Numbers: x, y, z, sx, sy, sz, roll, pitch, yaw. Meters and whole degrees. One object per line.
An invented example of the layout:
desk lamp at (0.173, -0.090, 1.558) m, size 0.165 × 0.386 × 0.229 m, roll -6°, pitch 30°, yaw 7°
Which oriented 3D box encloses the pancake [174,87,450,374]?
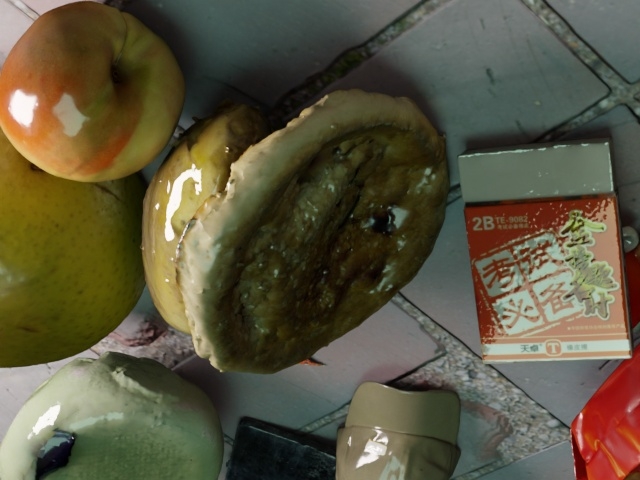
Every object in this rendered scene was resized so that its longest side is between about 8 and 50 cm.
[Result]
pancake at (-0.001, -0.001, 1.371) m, size 0.065 × 0.356 × 0.356 m, roll 42°, pitch 150°, yaw 33°

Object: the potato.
potato at (-0.114, -0.028, 1.415) m, size 0.141 × 0.191 × 0.296 m, roll 17°, pitch 139°, yaw -6°

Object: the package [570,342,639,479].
package at (0.439, 0.167, 1.488) m, size 0.196 × 0.123 × 0.423 m, roll 2°, pitch 143°, yaw -19°

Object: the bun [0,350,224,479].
bun at (-0.271, 0.246, 1.763) m, size 0.293 × 0.187 × 0.293 m, roll -10°, pitch 136°, yaw -10°

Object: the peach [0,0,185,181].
peach at (-0.230, -0.142, 1.346) m, size 0.184 × 0.184 × 0.184 m, roll 8°, pitch 137°, yaw 7°

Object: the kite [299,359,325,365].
kite at (-0.114, 0.124, 1.715) m, size 0.222 × 0.008 × 0.125 m, roll 36°, pitch 136°, yaw -22°

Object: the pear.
pear at (-0.367, 0.018, 1.503) m, size 0.340 × 0.191 × 0.386 m, roll -28°, pitch 132°, yaw 30°

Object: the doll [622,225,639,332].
doll at (0.316, 0.054, 1.470) m, size 0.217 × 0.085 × 0.183 m, roll -28°, pitch 127°, yaw 16°

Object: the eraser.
eraser at (0.232, 0.013, 1.399) m, size 0.157 × 0.038 × 0.230 m, roll -4°, pitch 104°, yaw 20°

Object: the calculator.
calculator at (-0.058, 0.346, 1.915) m, size 0.161 × 0.021 × 0.261 m, roll 20°, pitch 137°, yaw 2°

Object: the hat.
hat at (0.097, 0.265, 1.726) m, size 0.166 × 0.144 × 0.173 m, roll 7°, pitch 160°, yaw 5°
